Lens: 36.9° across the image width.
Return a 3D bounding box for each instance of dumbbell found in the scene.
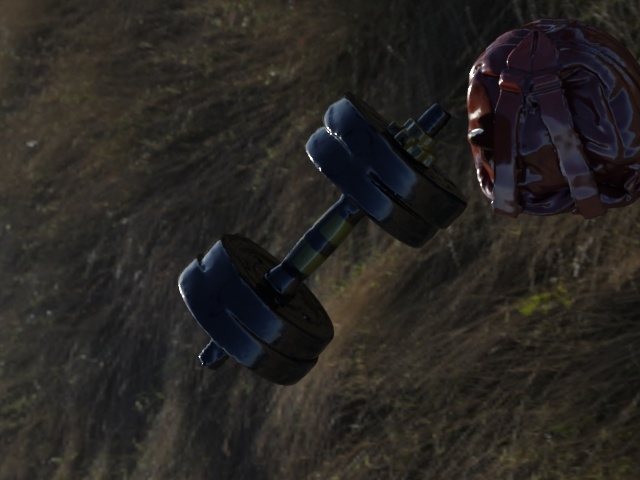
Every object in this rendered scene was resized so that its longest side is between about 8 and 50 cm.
[{"bbox_3d":[0.000,0.000,1.044,0.388,0.185,0.185,-47,44,12],"label":"dumbbell"}]

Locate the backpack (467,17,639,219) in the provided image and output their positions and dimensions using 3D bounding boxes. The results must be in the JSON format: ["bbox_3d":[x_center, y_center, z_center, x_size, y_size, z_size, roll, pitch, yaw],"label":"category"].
[{"bbox_3d":[0.248,-0.129,1.010,0.229,0.229,0.139,-18,25,50],"label":"backpack"}]
